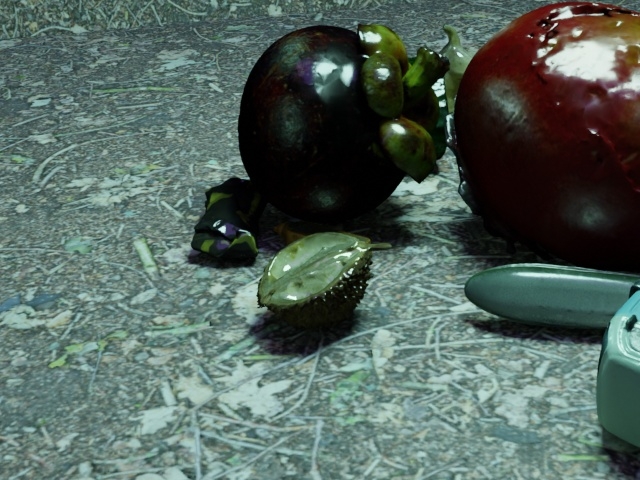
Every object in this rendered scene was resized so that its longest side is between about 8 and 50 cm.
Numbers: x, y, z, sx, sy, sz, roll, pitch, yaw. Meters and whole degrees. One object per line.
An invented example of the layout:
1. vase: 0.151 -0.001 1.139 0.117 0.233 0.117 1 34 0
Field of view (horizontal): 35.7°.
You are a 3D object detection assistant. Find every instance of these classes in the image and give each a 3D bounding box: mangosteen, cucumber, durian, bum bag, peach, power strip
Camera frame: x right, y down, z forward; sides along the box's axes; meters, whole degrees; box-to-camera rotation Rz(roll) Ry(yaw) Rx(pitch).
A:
1. mangosteen: 0.025 -0.178 1.537 0.329 0.330 0.330 -3 25 1
2. cucumber: 0.156 -0.217 1.759 0.130 0.191 0.191 -2 25 3
3. durian: 0.011 0.057 1.276 0.188 0.091 0.148 -30 30 -4
4. bum bag: -0.136 -0.035 1.535 0.106 0.060 0.232 6 27 -2
5. peach: 0.374 -0.155 1.387 0.339 0.353 0.416 -19 27 -31
6. power strip: 0.000 0.000 1.482 0.178 0.028 0.049 15 31 36

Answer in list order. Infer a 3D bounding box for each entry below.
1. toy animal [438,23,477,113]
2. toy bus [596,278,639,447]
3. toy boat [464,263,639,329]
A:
1. toy animal: 0.225 -0.286 1.918 0.168 0.233 0.121 32 28 -22
2. toy bus: 0.399 0.155 0.976 0.271 0.133 0.164 21 38 38
3. toy boat: 0.310 0.070 1.240 0.260 0.078 0.085 4 2 12
